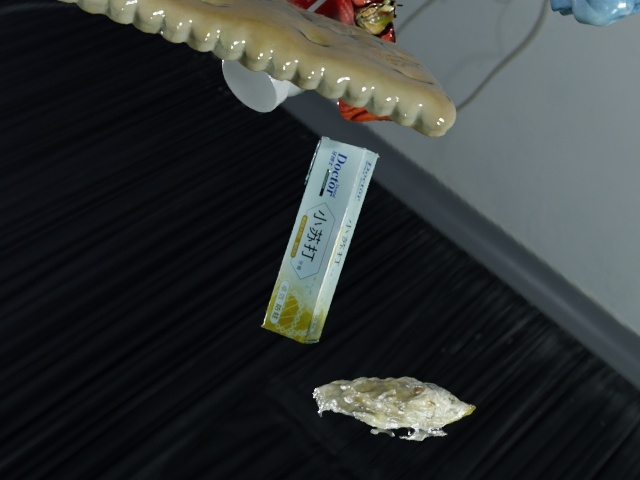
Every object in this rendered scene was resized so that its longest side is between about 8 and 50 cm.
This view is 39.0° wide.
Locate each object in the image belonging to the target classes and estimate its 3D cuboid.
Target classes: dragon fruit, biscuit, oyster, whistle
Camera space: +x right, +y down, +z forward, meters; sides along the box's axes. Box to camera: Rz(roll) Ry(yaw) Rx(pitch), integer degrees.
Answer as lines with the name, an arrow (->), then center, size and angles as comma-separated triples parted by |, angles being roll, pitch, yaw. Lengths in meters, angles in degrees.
dragon fruit -> 0.098, -0.267, 1.292 | 0.092, 0.122, 0.192 | 14, 109, 47
biscuit -> -0.052, -0.175, 0.724 | 0.324, 0.217, 0.044 | 18, 109, -13
oyster -> 0.089, 0.215, 1.237 | 0.209, 0.133, 0.072 | 16, 106, 40
whistle -> 0.346, -0.294, 1.036 | 0.180, 0.269, 0.093 | -4, 100, 36

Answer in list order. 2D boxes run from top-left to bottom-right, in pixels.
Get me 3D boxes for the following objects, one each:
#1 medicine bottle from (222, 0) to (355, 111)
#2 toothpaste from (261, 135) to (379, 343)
medicine bottle -> -0.032, -0.312, 1.397 | 0.131, 0.250, 0.131 | 30, 149, 21
toothpaste -> 0.000, 0.000, 1.405 | 0.089, 0.071, 0.313 | 19, 93, 25
